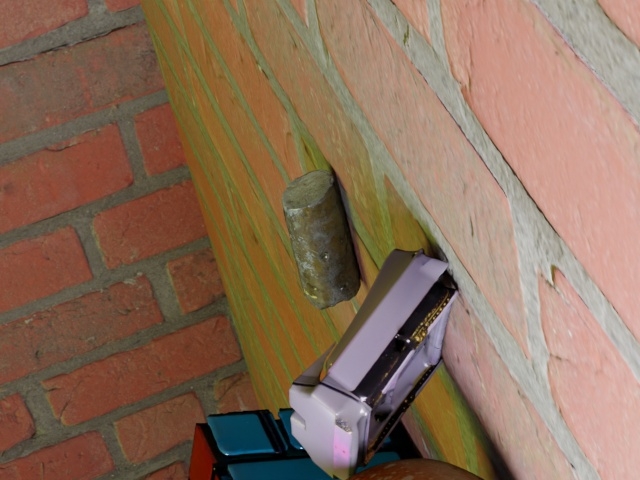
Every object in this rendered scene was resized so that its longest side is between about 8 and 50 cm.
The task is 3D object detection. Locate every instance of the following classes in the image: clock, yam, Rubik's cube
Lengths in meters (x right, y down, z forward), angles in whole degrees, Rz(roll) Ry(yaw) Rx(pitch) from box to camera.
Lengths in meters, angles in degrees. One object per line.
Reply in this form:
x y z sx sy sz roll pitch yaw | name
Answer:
0.052 0.125 1.594 0.083 0.186 0.253 34 161 13 | clock
0.000 0.000 1.974 0.078 0.078 0.179 -120 12 -49 | yam
-0.012 0.405 2.071 0.283 0.288 0.293 -118 31 -53 | Rubik's cube

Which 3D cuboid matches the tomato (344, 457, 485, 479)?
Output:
0.109 0.332 1.575 0.270 0.222 0.270 40 174 5 | tomato
